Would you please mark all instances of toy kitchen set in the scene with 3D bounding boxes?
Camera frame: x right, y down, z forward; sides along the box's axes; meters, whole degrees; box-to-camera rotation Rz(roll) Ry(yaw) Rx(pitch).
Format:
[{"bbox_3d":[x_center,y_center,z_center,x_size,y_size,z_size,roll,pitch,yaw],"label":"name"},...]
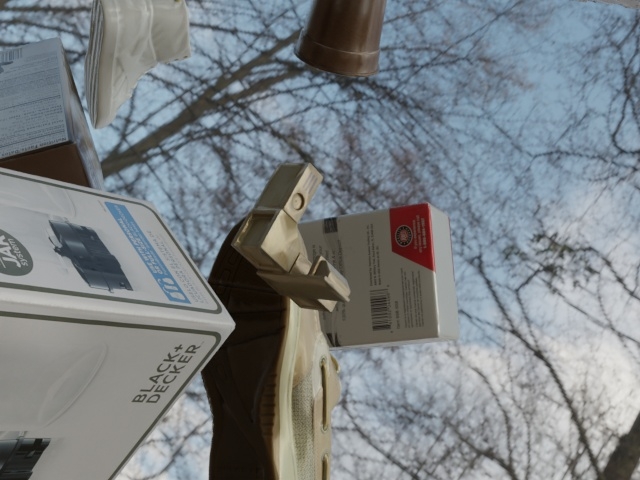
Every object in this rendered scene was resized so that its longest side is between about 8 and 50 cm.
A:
[{"bbox_3d":[0.000,0.000,0.646,0.068,0.075,0.083,4,-32,45],"label":"toy kitchen set"}]

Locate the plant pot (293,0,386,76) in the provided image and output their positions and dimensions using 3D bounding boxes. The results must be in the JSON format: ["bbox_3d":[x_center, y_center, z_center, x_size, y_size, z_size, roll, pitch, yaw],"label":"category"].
[{"bbox_3d":[0.047,-0.406,1.677,0.167,0.167,0.165,27,-58,21],"label":"plant pot"}]

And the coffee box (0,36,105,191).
[{"bbox_3d":[-0.249,-0.065,0.811,0.246,0.098,0.141,-118,-165,-54],"label":"coffee box"}]

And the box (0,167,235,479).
[{"bbox_3d":[-0.193,0.047,0.330,0.169,0.290,0.087,-52,-125,21],"label":"box"}]

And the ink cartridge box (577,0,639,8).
[{"bbox_3d":[0.304,-0.412,1.132,0.396,0.151,0.270,24,5,-33],"label":"ink cartridge box"}]

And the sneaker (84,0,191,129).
[{"bbox_3d":[-0.296,-0.289,1.518,0.108,0.169,0.292,68,-28,22],"label":"sneaker"}]

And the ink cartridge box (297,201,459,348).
[{"bbox_3d":[0.059,0.065,1.398,0.273,0.114,0.196,-8,-102,22],"label":"ink cartridge box"}]

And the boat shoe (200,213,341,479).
[{"bbox_3d":[-0.036,0.126,0.808,0.109,0.098,0.302,-6,-97,40],"label":"boat shoe"}]
